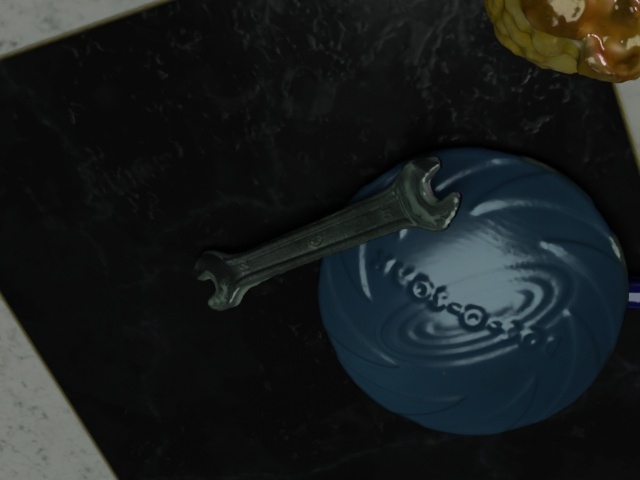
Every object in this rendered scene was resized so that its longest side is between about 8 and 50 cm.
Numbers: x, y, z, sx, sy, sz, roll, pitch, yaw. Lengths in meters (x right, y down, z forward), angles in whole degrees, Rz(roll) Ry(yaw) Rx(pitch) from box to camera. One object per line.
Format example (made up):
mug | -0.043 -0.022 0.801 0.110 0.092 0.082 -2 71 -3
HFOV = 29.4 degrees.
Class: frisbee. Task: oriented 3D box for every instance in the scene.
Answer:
frisbee | 0.136 0.056 1.121 0.289 0.049 0.289 3 110 9

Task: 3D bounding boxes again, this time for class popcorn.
popcorn | 0.211 -0.189 0.919 0.180 0.180 0.170 39 155 -15

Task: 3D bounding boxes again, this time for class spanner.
spanner | 0.000 0.000 1.127 0.302 0.017 0.071 -24 82 32

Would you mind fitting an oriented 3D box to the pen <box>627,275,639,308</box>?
pen | 0.187 0.043 1.151 0.269 0.033 0.033 3 123 8
